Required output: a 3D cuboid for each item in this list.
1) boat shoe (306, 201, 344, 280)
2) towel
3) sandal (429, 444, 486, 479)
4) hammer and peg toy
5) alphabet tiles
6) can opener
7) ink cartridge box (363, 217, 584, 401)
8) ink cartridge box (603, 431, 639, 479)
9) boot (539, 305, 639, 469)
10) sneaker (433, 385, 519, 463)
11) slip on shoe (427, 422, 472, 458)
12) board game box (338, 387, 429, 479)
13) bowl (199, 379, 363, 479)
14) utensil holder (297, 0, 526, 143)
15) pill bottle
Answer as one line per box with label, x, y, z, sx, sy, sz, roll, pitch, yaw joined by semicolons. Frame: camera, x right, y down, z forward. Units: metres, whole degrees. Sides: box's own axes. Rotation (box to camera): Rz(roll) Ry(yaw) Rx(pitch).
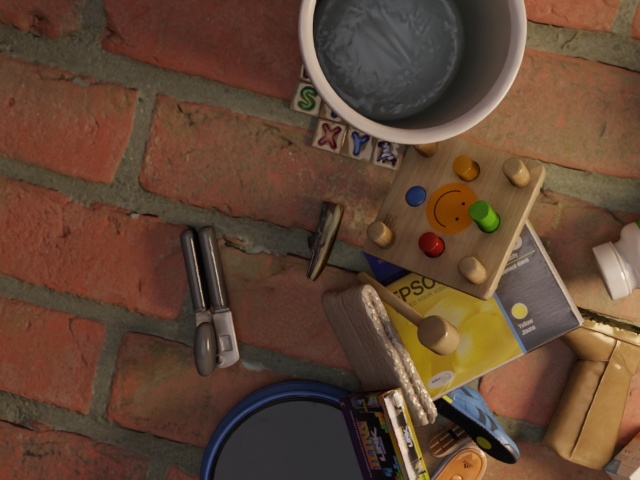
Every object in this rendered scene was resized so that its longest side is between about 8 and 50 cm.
boat shoe;0.000;0.000;1.866;0.049;0.056;0.152;21;91;9
towel;0.106;0.210;1.815;0.049;0.187;0.282;-27;93;-24
sandal;0.225;0.506;1.893;0.102;0.076;0.265;29;101;3
hammer and peg toy;0.200;-0.006;1.719;0.266;0.127;0.361;23;84;31
alphabet tiles;0.107;-0.314;1.825;0.285;0.011;0.343;16;100;5
can opener;-0.212;0.113;1.893;0.074;0.093;0.280;-8;92;9
ink cartridge box;0.263;0.083;1.785;0.303;0.072;0.307;-30;80;15
ink cartridge box;0.606;0.403;1.801;0.143;0.092;0.090;-42;98;-12
boot;0.460;0.263;1.823;0.236;0.089;0.269;19;101;5
sneaker;0.294;0.322;1.845;0.209;0.082;0.069;39;146;15
slip on shoe;0.264;0.369;1.889;0.135;0.041;0.051;-34;66;-6
board game box;0.111;0.353;1.776;0.048;0.141;0.170;-17;88;-35
bowl;-0.035;0.462;1.884;0.391;0.077;0.391;0;89;0
utensil holder;0.123;-0.324;1.600;0.327;0.385;0.328;0;98;-3
pill bottle;0.610;0.016;1.742;0.245;0.136;0.136;-21;95;10
